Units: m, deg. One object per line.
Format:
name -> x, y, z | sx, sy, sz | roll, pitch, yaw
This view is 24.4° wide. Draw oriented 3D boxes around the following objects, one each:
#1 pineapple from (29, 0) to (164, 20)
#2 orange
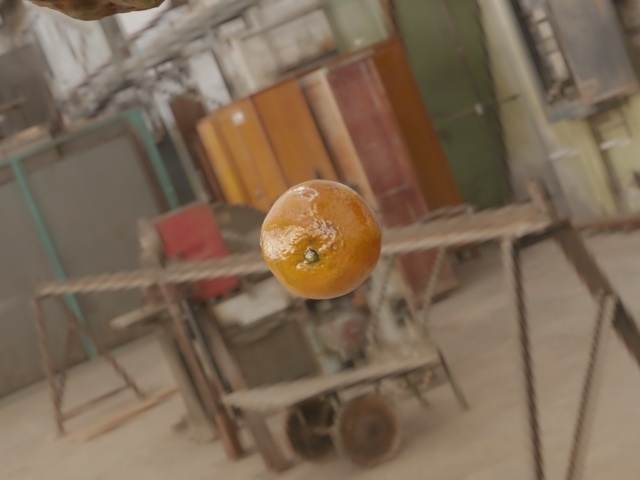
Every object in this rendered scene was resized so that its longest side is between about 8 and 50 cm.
pineapple -> -0.068, -0.159, 0.414 | 0.128, 0.128, 0.248 | -24, -13, -14
orange -> 0.001, 0.000, 1.000 | 0.083, 0.083, 0.083 | -22, 5, 2
